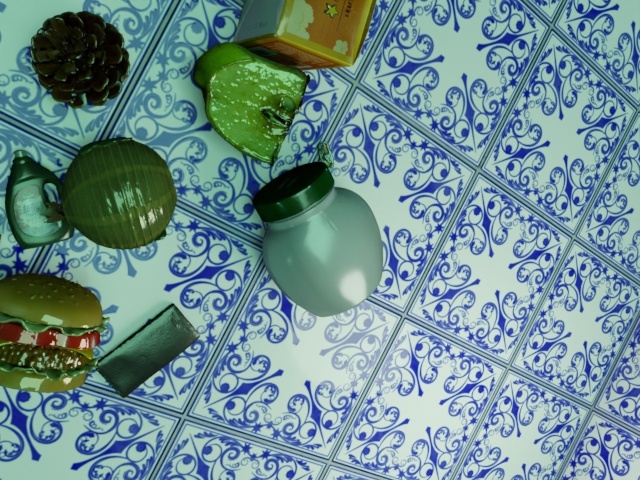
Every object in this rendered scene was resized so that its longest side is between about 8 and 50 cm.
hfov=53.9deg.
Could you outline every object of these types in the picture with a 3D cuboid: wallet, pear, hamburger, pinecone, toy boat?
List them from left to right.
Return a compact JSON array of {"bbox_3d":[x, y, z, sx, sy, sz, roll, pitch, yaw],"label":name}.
[{"bbox_3d":[-0.593,0.179,1.337,0.275,0.274,0.212,13,96,-28],"label":"hamburger"},{"bbox_3d":[-0.500,-0.375,1.300,0.208,0.208,0.207,-6,104,-25],"label":"pinecone"},{"bbox_3d":[-0.429,0.277,1.577,0.244,0.025,0.124,-39,116,-14],"label":"wallet"},{"bbox_3d":[-0.184,-0.330,1.489,0.256,0.164,0.238,15,114,-20],"label":"pear"},{"bbox_3d":[0.018,-0.224,1.677,0.038,0.038,0.083,-27,111,-18],"label":"toy boat"}]

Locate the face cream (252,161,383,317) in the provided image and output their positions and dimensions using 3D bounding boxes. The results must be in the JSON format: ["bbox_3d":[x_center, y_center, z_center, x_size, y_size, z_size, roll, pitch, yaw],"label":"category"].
[{"bbox_3d":[0.000,0.000,1.615,0.312,0.219,0.357,-35,114,-15],"label":"face cream"}]

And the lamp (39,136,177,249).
[{"bbox_3d":[-0.454,-0.089,1.358,0.284,0.250,0.250,-20,110,-17],"label":"lamp"}]

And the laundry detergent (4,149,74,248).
[{"bbox_3d":[-0.620,-0.095,1.379,0.137,0.063,0.210,-14,105,-25],"label":"laundry detergent"}]

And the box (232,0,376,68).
[{"bbox_3d":[-0.032,-0.542,1.439,0.214,0.283,0.259,16,95,-29],"label":"box"}]
